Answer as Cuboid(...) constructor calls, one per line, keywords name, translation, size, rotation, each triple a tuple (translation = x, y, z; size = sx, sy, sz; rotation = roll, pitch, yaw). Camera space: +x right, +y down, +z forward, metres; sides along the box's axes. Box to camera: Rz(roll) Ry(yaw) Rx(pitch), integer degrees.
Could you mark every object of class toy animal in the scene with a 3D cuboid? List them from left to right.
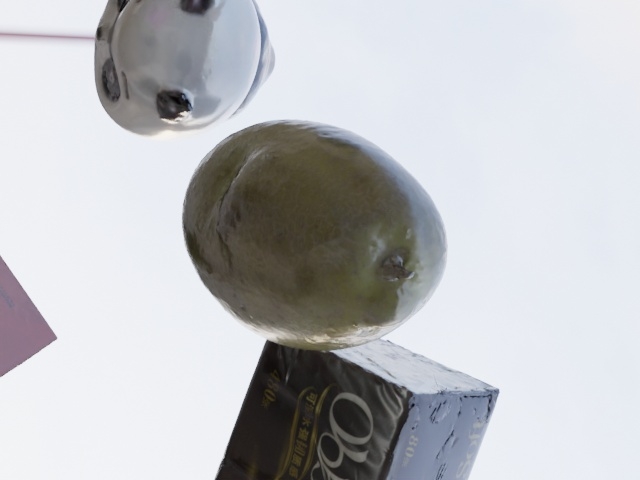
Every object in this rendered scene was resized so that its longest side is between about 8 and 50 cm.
Cuboid(name="toy animal", translation=(-0.137, -0.191, 1.920), size=(0.235, 0.165, 0.187), rotation=(-53, 151, -81))

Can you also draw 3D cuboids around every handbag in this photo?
Cuboid(name="handbag", translation=(-0.316, 0.072, 1.649), size=(0.063, 0.190, 0.127), rotation=(-33, -89, 28))

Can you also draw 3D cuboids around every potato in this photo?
Cuboid(name="potato", translation=(0.000, 0.000, 1.407), size=(0.251, 0.174, 0.159), rotation=(14, -104, 61))

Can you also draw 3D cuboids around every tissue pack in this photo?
Cuboid(name="tissue pack", translation=(0.003, 0.267, 1.875), size=(0.198, 0.210, 0.370), rotation=(24, -81, 30))
